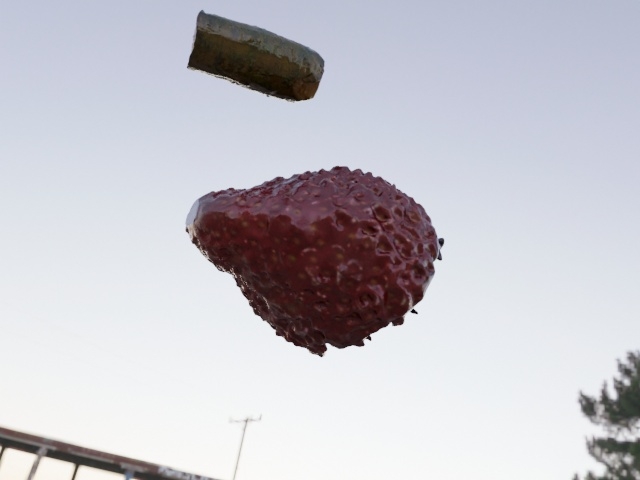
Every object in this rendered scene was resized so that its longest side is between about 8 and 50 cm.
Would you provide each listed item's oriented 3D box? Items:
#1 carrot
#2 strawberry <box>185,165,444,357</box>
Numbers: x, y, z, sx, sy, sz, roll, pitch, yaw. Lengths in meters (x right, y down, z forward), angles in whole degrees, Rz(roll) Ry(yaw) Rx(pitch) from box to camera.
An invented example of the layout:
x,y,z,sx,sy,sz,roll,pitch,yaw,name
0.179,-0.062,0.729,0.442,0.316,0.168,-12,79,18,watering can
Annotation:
x,y,z,sx,sy,sz,roll,pitch,yaw,name
-0.081,-0.224,0.850,0.173,0.082,0.082,15,-27,-23,carrot
-0.002,0.002,0.847,0.261,0.261,0.257,-19,-69,44,strawberry
